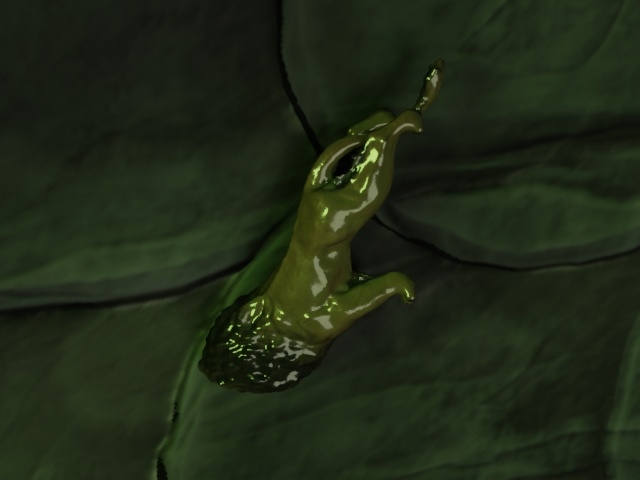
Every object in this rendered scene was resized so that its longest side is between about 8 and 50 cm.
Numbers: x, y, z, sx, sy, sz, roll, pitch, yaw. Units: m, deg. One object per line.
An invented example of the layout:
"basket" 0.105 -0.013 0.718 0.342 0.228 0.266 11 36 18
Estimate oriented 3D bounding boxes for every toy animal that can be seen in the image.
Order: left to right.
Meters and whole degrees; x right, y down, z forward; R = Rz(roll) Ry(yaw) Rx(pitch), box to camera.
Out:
"toy animal" 0.016 0.002 0.958 0.086 0.069 0.219 21 107 -29
